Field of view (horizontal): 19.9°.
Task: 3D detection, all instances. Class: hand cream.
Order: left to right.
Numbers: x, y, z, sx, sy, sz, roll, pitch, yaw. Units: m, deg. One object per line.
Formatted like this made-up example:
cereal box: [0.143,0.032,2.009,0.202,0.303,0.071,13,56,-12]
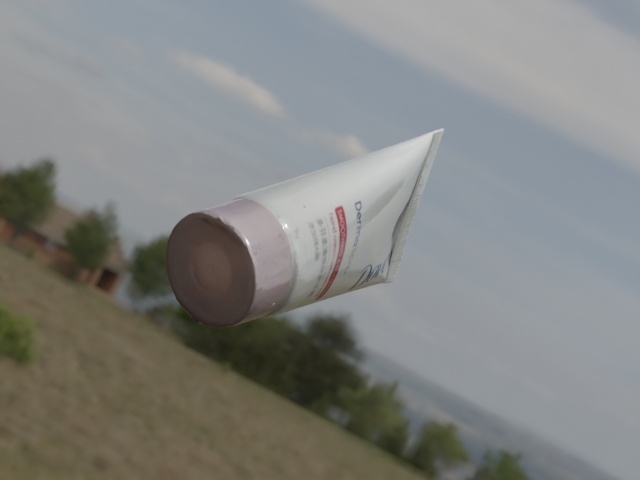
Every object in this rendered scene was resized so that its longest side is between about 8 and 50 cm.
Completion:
hand cream: [0.000,0.000,1.308,0.083,0.133,0.248,34,32,28]
